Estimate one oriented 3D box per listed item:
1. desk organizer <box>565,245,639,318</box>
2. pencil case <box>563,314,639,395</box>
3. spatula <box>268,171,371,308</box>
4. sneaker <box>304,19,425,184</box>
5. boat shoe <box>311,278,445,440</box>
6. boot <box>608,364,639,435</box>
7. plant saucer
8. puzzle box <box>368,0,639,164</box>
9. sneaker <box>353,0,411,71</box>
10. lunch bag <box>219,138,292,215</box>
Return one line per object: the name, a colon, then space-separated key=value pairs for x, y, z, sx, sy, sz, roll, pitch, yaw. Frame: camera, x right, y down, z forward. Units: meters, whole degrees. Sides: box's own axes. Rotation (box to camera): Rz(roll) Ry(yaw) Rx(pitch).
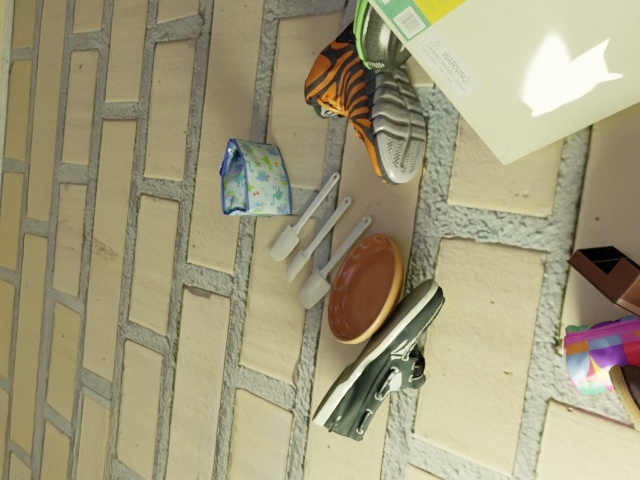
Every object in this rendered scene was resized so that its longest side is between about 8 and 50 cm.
desk organizer: x=0.377 y=0.042 z=0.735 sx=0.050 sy=0.047 sz=0.130 roll=-60 pitch=14 yaw=18
pencil case: x=0.425 y=0.127 z=0.708 sx=0.236 sy=0.104 sz=0.104 roll=-25 pitch=73 yaw=36
spatula: x=0.000 y=0.000 z=1.121 sx=0.242 sy=0.019 sz=0.168 roll=-51 pitch=55 yaw=26
sneaker: x=0.072 y=-0.226 z=1.009 sx=0.180 sy=0.124 sz=0.321 roll=-23 pitch=64 yaw=42
boat shoe: x=0.119 y=0.216 z=0.959 sx=0.113 sy=0.127 sz=0.340 roll=37 pitch=107 yaw=3
boot: x=0.477 y=0.188 z=0.634 sx=0.248 sy=0.090 sz=0.207 roll=45 pitch=116 yaw=-3
plant saucer: x=0.081 y=0.085 z=0.987 sx=0.200 sy=0.037 sz=0.200 roll=-45 pitch=32 yaw=39
puzzle box: x=0.235 y=-0.300 z=0.710 sx=0.272 sy=0.409 sz=0.052 roll=-25 pitch=31 yaw=42
sneaker: x=0.245 y=-0.398 z=0.783 sx=0.483 sy=0.185 sz=0.202 roll=-37 pitch=73 yaw=22
lunch bag: x=-0.132 y=-0.125 z=1.158 sx=0.096 sy=0.129 sz=0.151 roll=-4 pitch=88 yaw=39
